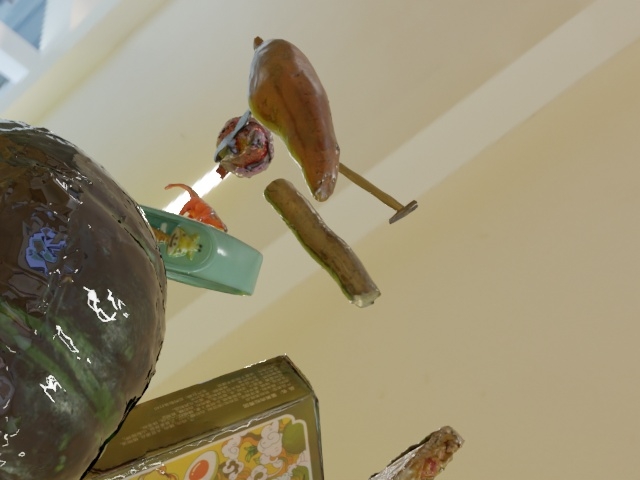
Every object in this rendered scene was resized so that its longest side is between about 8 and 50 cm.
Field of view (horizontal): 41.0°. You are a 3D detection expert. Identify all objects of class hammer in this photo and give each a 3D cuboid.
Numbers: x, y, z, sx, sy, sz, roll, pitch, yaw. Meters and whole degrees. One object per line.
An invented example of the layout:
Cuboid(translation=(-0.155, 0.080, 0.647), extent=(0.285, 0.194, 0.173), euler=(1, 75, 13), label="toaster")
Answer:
Cuboid(translation=(0.086, -0.091, 1.522), extent=(0.062, 0.013, 0.199), euler=(-36, -133, -18), label="hammer")

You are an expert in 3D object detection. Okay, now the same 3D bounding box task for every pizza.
Cuboid(translation=(0.146, 0.424, 1.495), extent=(0.251, 0.074, 0.288), euler=(-44, 174, 10), label="pizza")

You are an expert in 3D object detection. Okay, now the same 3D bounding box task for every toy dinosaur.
Cuboid(translation=(-0.281, -0.064, 1.878), extent=(0.101, 0.055, 0.279), euler=(-37, -132, -27), label="toy dinosaur")

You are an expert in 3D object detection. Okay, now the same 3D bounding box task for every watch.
Cuboid(translation=(-0.186, 0.007, 1.000), extent=(0.195, 0.237, 0.068), euler=(115, -11, -81), label="watch")

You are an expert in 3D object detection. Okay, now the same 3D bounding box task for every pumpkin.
Cuboid(translation=(-0.233, 0.074, 0.526), extent=(0.315, 0.238, 0.315), euler=(-31, -154, 17), label="pumpkin")

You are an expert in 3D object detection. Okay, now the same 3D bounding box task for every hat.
Cuboid(translation=(-0.151, -0.188, 1.697), extent=(0.140, 0.129, 0.227), euler=(-30, -173, -7), label="hat")

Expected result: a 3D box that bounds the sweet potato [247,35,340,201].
Cuboid(translation=(-0.047, -0.202, 1.199), extent=(0.112, 0.112, 0.359), euler=(-40, -138, 15), label="sweet potato")

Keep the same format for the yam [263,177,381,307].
Cuboid(translation=(0.000, 0.000, 1.596), extent=(0.067, 0.071, 0.317), euler=(-36, -117, -8), label="yam")

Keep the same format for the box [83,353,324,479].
Cuboid(translation=(-0.195, 0.417, 1.341), extent=(0.420, 0.373, 0.138), euler=(-17, -149, -23), label="box")
